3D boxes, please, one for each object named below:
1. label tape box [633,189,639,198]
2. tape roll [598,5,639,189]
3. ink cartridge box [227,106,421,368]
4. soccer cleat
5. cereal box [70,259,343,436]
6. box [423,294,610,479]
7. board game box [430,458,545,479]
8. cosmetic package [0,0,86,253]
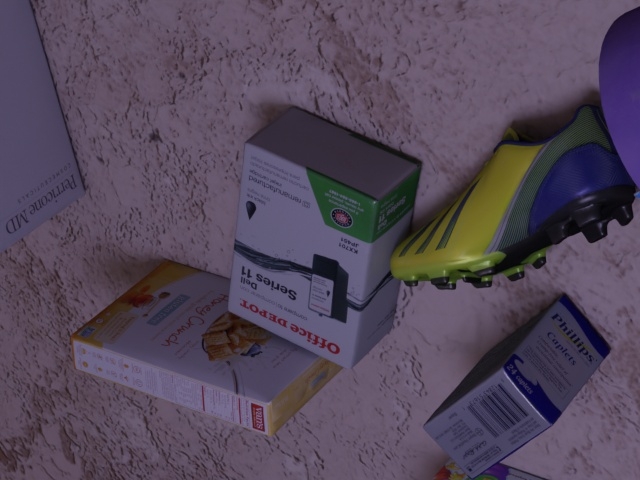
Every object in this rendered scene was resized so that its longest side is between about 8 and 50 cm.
[{"bbox_3d":[0.434,0.002,1.423,0.334,0.106,0.241,16,145,-33],"label":"label tape box"},{"bbox_3d":[0.307,-0.107,1.521,0.080,0.189,0.189,-23,103,41],"label":"tape roll"},{"bbox_3d":[0.000,0.000,1.877,0.153,0.087,0.208,24,130,22],"label":"ink cartridge box"},{"bbox_3d":[0.168,-0.034,1.756,0.289,0.093,0.121,-27,70,47],"label":"soccer cleat"},{"bbox_3d":[-0.104,0.104,1.959,0.240,0.173,0.047,15,124,27],"label":"cereal box"},{"bbox_3d":[0.182,0.136,1.798,0.072,0.137,0.126,47,134,-1],"label":"box"},{"bbox_3d":[0.164,0.375,1.959,0.144,0.142,0.275,17,127,26],"label":"board game box"},{"bbox_3d":[-0.400,-0.174,1.968,0.156,0.217,0.385,2,120,35],"label":"cosmetic package"}]
